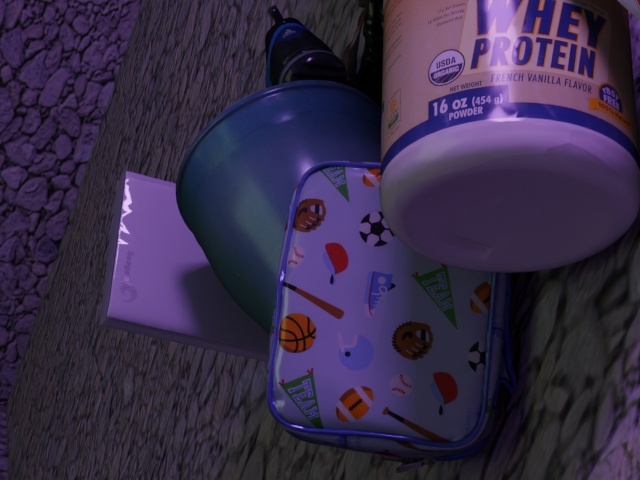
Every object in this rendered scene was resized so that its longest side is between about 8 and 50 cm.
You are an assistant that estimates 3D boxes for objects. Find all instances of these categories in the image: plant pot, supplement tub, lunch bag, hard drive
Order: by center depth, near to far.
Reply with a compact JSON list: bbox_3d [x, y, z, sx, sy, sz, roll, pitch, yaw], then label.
[{"bbox_3d":[0.169,-0.153,1.343,0.228,0.228,0.316,133,145,-54],"label":"supplement tub"},{"bbox_3d":[0.077,0.074,1.460,0.115,0.243,0.303,65,-150,-73],"label":"lunch bag"},{"bbox_3d":[0.000,0.000,1.688,0.271,0.271,0.255,-62,38,34],"label":"plant pot"},{"bbox_3d":[-0.115,0.042,1.858,0.040,0.307,0.203,137,142,-55],"label":"hard drive"}]

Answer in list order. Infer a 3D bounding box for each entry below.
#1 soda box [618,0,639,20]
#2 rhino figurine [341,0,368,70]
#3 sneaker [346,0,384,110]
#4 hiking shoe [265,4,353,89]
[{"bbox_3d":[0.278,-0.224,1.204,0.216,0.074,0.069,52,130,33],"label":"soda box"},{"bbox_3d":[0.049,-0.199,1.926,0.106,0.073,0.243,-114,40,-64],"label":"rhino figurine"},{"bbox_3d":[0.089,-0.245,1.764,0.276,0.097,0.135,-65,-2,35],"label":"sneaker"},{"bbox_3d":[0.001,-0.147,1.832,0.304,0.113,0.132,82,167,-48],"label":"hiking shoe"}]
